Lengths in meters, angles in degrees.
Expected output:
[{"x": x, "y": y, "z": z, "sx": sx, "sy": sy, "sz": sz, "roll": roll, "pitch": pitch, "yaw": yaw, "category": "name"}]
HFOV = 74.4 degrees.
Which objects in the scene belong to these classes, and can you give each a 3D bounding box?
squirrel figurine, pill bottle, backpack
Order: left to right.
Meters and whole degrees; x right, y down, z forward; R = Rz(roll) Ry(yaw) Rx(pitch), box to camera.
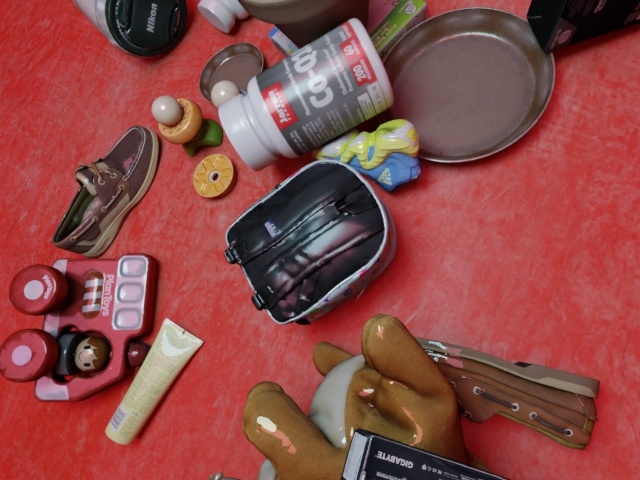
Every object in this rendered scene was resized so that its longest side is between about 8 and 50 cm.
[{"x": -0.193, "y": -0.603, "z": 0.988, "sx": 0.117, "sy": 0.117, "sz": 0.209, "roll": 34, "pitch": 89, "yaw": 24, "category": "pill bottle"}, {"x": -0.027, "y": -0.248, "z": 0.755, "sx": 0.283, "sy": 0.161, "sz": 0.161, "roll": -27, "pitch": 69, "yaw": 11, "category": "pill bottle"}, {"x": 0.000, "y": 0.000, "z": 0.717, "sx": 0.253, "sy": 0.191, "sz": 0.225, "roll": -40, "pitch": 69, "yaw": 14, "category": "backpack"}, {"x": 0.024, "y": 0.358, "z": 0.533, "sx": 0.370, "sy": 0.281, "sz": 0.397, "roll": -41, "pitch": 93, "yaw": -27, "category": "squirrel figurine"}]

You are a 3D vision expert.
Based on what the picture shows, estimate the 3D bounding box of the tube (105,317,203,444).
[{"x": -0.334, "y": 0.284, "z": 0.843, "sx": 0.062, "sy": 0.070, "sz": 0.240, "roll": 23, "pitch": 81, "yaw": 54, "category": "tube"}]

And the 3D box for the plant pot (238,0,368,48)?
[{"x": -0.013, "y": -0.464, "z": 0.766, "sx": 0.262, "sy": 0.229, "sz": 0.263, "roll": -5, "pitch": 76, "yaw": 19, "category": "plant pot"}]

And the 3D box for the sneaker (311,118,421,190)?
[{"x": 0.083, "y": -0.141, "z": 0.781, "sx": 0.091, "sy": 0.126, "sz": 0.240, "roll": -42, "pitch": 28, "yaw": -27, "category": "sneaker"}]

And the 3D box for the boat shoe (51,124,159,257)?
[{"x": -0.499, "y": -0.125, "z": 0.971, "sx": 0.123, "sy": 0.123, "sz": 0.342, "roll": 30, "pitch": 88, "yaw": 24, "category": "boat shoe"}]

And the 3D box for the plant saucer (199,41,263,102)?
[{"x": -0.201, "y": -0.380, "z": 0.974, "sx": 0.168, "sy": 0.029, "sz": 0.169, "roll": -8, "pitch": 68, "yaw": 19, "category": "plant saucer"}]

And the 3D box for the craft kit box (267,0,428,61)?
[{"x": 0.052, "y": -0.451, "z": 0.893, "sx": 0.250, "sy": 0.061, "sz": 0.247, "roll": -43, "pitch": 64, "yaw": 5, "category": "craft kit box"}]

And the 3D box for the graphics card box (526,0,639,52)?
[{"x": 0.515, "y": -0.429, "z": 0.594, "sx": 0.370, "sy": 0.233, "sz": 0.094, "roll": -17, "pitch": 72, "yaw": 8, "category": "graphics card box"}]

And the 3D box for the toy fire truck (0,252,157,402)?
[{"x": -0.478, "y": 0.176, "z": 0.877, "sx": 0.253, "sy": 0.169, "sz": 0.303, "roll": -1, "pitch": 76, "yaw": 1, "category": "toy fire truck"}]

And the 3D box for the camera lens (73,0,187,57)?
[{"x": -0.479, "y": -0.605, "z": 1.037, "sx": 0.219, "sy": 0.219, "sz": 0.274, "roll": -47, "pitch": 66, "yaw": 3, "category": "camera lens"}]

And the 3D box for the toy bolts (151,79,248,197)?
[{"x": -0.225, "y": -0.224, "z": 0.876, "sx": 0.228, "sy": 0.158, "sz": 0.219, "roll": -22, "pitch": 70, "yaw": 14, "category": "toy bolts"}]

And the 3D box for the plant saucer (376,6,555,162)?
[{"x": 0.253, "y": -0.280, "z": 0.776, "sx": 0.310, "sy": 0.050, "sz": 0.311, "roll": -5, "pitch": 74, "yaw": 18, "category": "plant saucer"}]

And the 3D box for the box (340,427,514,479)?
[{"x": 0.116, "y": 0.308, "z": 0.412, "sx": 0.220, "sy": 0.051, "sz": 0.175, "roll": 21, "pitch": 71, "yaw": -8, "category": "box"}]

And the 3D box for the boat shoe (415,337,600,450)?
[{"x": 0.232, "y": 0.216, "z": 0.618, "sx": 0.307, "sy": 0.110, "sz": 0.105, "roll": 9, "pitch": 78, "yaw": 22, "category": "boat shoe"}]
